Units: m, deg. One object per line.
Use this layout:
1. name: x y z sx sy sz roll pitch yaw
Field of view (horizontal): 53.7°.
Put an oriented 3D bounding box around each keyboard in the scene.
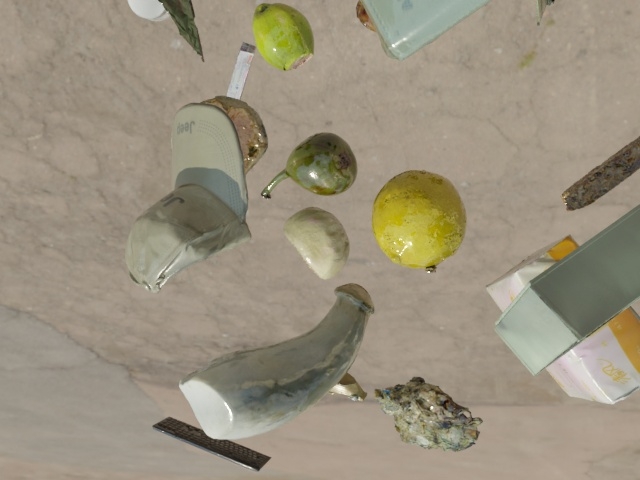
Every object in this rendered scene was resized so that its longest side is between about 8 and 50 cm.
1. keyboard: -0.182 0.338 1.058 0.198 0.010 0.064 17 -174 13

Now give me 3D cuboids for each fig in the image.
1. fig: -0.036 -0.173 1.525 0.259 0.151 0.151 -8 151 40

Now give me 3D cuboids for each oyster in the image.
1. oyster: 0.251 0.414 1.513 0.260 0.092 0.198 34 132 24

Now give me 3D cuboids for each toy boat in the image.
1. toy boat: 0.027 0.288 1.287 0.149 0.047 0.048 14 127 30

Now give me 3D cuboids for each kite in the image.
1. kite: -0.228 -0.366 0.775 0.013 0.267 0.323 -27 110 22

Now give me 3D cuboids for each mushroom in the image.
1. mushroom: -0.032 0.155 0.797 0.270 0.118 0.103 -28 -172 -27

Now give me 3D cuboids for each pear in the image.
1. pear: -0.123 -0.652 1.993 0.188 0.187 0.219 -24 97 43

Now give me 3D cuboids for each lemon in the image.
1. lemon: 0.182 -0.043 1.169 0.174 0.206 0.173 5 150 3

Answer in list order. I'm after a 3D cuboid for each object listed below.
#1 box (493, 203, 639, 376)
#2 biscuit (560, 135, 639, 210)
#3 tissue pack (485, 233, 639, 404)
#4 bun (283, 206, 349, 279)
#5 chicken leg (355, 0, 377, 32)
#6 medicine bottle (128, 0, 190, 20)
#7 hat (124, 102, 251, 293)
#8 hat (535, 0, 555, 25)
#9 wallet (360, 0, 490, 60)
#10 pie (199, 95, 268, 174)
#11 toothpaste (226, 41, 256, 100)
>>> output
1. box: 0.333 0.055 0.767 0.225 0.086 0.129 -30 158 -20
2. biscuit: 0.421 -0.110 0.866 0.199 0.034 0.064 -36 177 -3
3. tissue pack: 0.379 0.122 0.960 0.124 0.225 0.185 -35 171 -2
4. bun: 0.000 0.000 1.541 0.128 0.178 0.193 -38 177 -3
5. chicken leg: 0.125 -0.549 1.287 0.087 0.251 0.107 -9 -160 -28
6. medicine bottle: -0.365 -0.553 1.437 0.103 0.186 0.102 1 111 3
7. hat: -0.210 -0.060 0.885 0.149 0.244 0.214 -19 -175 -41
8. hat: 0.482 -0.572 1.278 0.110 0.251 0.252 -5 151 21
9. wallet: 0.188 -0.447 0.876 0.360 0.252 0.083 -27 179 34
10. pie: -0.208 -0.205 1.308 0.195 0.195 0.046 -2 -172 12
11. toothpaste: -0.210 -0.406 1.615 0.040 0.047 0.196 17 130 -10
